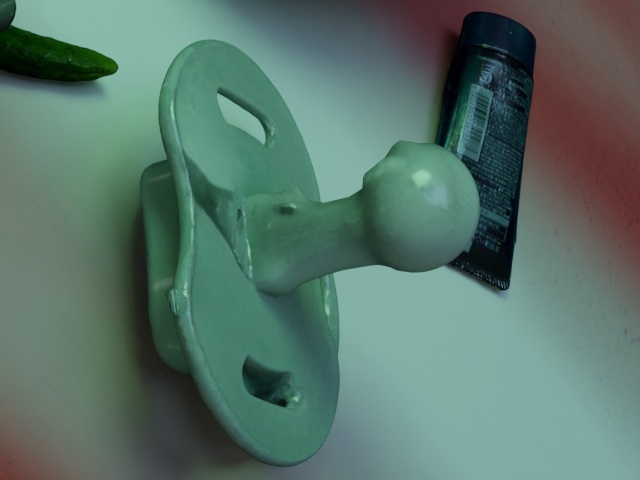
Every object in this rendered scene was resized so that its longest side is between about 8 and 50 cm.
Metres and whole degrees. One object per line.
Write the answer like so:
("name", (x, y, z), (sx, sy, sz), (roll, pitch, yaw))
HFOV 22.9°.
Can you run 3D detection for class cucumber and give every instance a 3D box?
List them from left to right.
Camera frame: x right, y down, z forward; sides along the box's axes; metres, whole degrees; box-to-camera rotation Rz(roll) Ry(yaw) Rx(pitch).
("cucumber", (-0.234, -0.148, 1.231), (0.168, 0.039, 0.039), (12, 64, -40))

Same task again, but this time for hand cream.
("hand cream", (0.159, -0.094, 1.545), (0.120, 0.061, 0.271), (26, 61, -29))

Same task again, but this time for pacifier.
("pacifier", (0.000, 0.000, 1.225), (0.288, 0.269, 0.343), (26, 56, -61))

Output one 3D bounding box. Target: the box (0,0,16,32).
("box", (-0.328, -0.197, 1.082), (0.243, 0.163, 0.135), (58, 25, -5))
